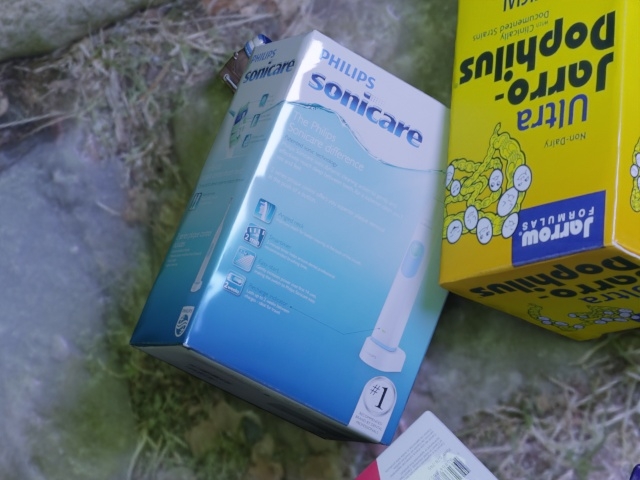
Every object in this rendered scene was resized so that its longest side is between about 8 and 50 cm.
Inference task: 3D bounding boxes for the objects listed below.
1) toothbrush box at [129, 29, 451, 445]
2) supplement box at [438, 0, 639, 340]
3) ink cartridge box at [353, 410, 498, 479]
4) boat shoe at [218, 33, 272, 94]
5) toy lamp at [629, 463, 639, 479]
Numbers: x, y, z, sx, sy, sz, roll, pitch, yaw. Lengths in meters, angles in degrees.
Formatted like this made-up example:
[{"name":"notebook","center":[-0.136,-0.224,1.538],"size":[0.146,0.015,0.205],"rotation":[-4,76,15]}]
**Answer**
[{"name":"toothbrush box","center":[0.000,0.000,1.712],"size":[0.216,0.126,0.296],"rotation":[27,77,-24]},{"name":"supplement box","center":[0.242,-0.118,1.682],"size":[0.194,0.195,0.357],"rotation":[-15,63,46]},{"name":"ink cartridge box","center":[0.112,0.257,1.657],"size":[0.128,0.127,0.176],"rotation":[-42,69,-5]},{"name":"boat shoe","center":[-0.034,-0.101,1.847],"size":[0.066,0.066,0.183],"rotation":[-34,67,14]},{"name":"toy lamp","center":[0.338,0.148,1.667],"size":[0.080,0.080,0.275],"rotation":[33,88,19]}]
